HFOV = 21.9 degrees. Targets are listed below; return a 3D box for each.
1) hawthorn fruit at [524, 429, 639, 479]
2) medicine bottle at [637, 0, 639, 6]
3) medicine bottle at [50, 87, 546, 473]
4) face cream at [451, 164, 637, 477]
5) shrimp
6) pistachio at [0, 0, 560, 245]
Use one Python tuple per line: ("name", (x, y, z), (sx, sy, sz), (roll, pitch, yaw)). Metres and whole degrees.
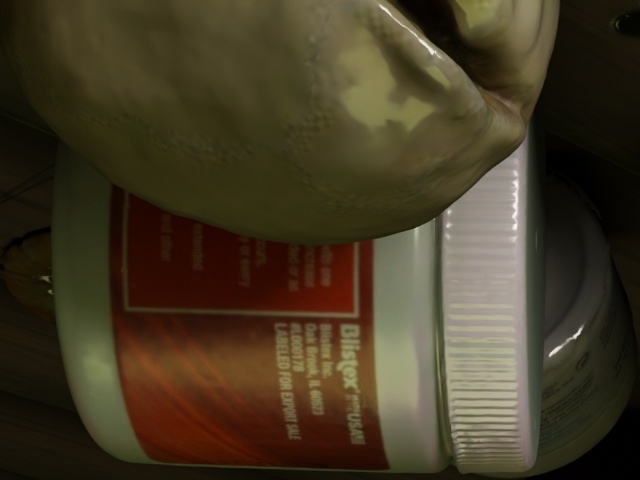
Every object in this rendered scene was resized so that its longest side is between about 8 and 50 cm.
("hawthorn fruit", (0.321, 0.270, 1.517), (0.266, 0.210, 0.230), (-27, 139, 31))
("medicine bottle", (0.198, -0.173, 0.624), (0.143, 0.143, 0.258), (5, 157, 1))
("medicine bottle", (0.000, 0.000, 0.908), (0.241, 0.252, 0.252), (0, 155, 11))
("face cream", (0.115, 0.052, 1.095), (0.177, 0.177, 0.153), (-2, 153, 16))
("shrimp", (-0.140, 0.028, 1.267), (0.236, 0.053, 0.133), (-1, 135, 22))
("pistachio", (-0.020, -0.106, 0.677), (0.226, 0.208, 0.332), (50, 171, -34))
